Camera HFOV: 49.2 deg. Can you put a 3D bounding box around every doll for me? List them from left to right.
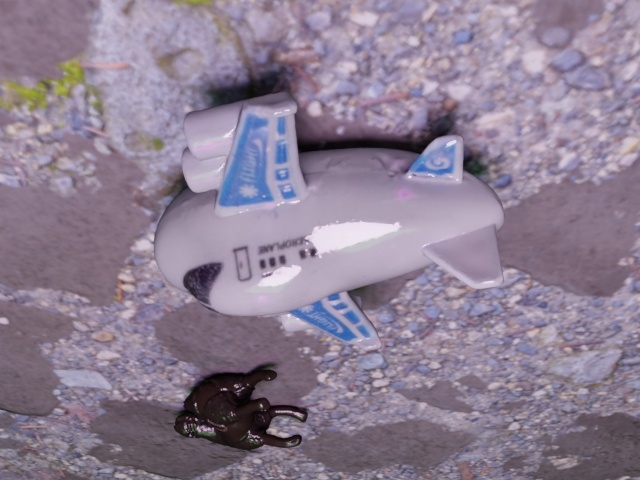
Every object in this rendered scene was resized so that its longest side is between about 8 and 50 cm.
[{"bbox_3d":[-0.103,0.204,0.807,0.165,0.057,0.139,-10,140,20],"label":"doll"}]

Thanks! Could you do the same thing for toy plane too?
[{"bbox_3d":[0.000,-0.004,0.520,0.266,0.123,0.267,4,138,3],"label":"toy plane"}]
